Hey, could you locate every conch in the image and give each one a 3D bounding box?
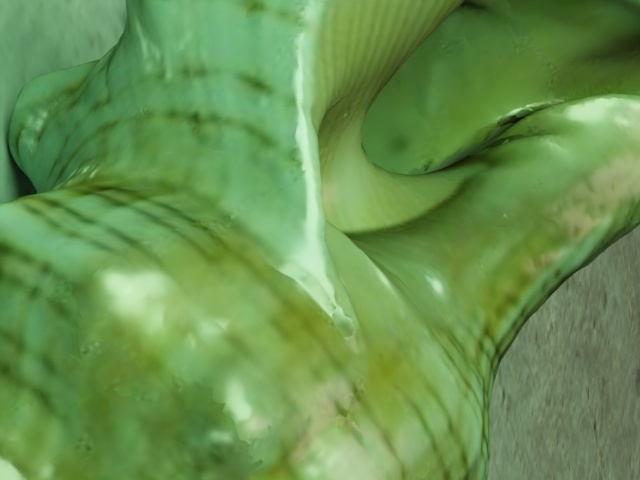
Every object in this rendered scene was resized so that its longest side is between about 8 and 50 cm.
[{"bbox_3d":[-0.012,-0.002,0.451,0.386,0.170,0.203,-45,139,-43],"label":"conch"}]
